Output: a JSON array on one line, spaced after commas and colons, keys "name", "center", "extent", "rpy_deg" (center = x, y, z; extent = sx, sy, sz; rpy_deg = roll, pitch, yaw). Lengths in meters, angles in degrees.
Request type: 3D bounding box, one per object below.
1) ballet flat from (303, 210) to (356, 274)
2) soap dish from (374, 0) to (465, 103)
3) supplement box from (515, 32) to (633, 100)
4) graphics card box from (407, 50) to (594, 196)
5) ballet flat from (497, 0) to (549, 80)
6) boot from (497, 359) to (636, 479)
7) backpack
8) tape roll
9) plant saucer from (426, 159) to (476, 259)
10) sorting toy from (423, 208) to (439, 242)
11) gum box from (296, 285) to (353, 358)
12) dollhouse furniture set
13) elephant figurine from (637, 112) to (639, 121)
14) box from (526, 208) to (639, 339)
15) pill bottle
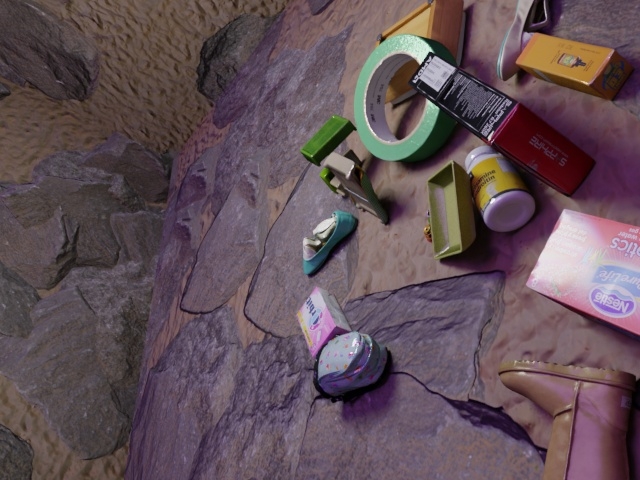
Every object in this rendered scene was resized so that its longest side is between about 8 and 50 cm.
[{"name": "ballet flat", "center": [0.000, 0.000, 1.714], "extent": [0.247, 0.087, 0.083], "rpy_deg": [-48, 34, 28]}, {"name": "soap dish", "center": [0.267, -0.538, 1.664], "extent": [0.291, 0.118, 0.229], "rpy_deg": [-19, 52, 50]}, {"name": "supplement box", "center": [0.504, -0.353, 1.182], "extent": [0.078, 0.080, 0.233], "rpy_deg": [-58, 28, 14]}, {"name": "graphics card box", "center": [0.350, -0.246, 1.188], "extent": [0.094, 0.233, 0.371], "rpy_deg": [-56, 30, 17]}, {"name": "ballet flat", "center": [0.471, -0.476, 1.335], "extent": [0.086, 0.086, 0.248], "rpy_deg": [-3, 65, 58]}, {"name": "boot", "center": [0.355, 0.325, 0.893], "extent": [0.236, 0.089, 0.269], "rpy_deg": [-11, 60, 56]}, {"name": "backpack", "center": [0.067, 0.286, 1.360], "extent": [0.182, 0.115, 0.152], "rpy_deg": [-27, 44, 44]}, {"name": "tape roll", "center": [0.218, -0.366, 1.527], "extent": [0.321, 0.077, 0.321], "rpy_deg": [6, 97, 52]}, {"name": "plant saucer", "center": [0.281, -0.060, 1.250], "extent": [0.188, 0.045, 0.188], "rpy_deg": [130, 136, -81]}, {"name": "sorting toy", "center": [0.263, -0.046, 1.369], "extent": [0.061, 0.042, 0.102], "rpy_deg": [-31, 43, 45]}, {"name": "gum box", "center": [0.009, 0.223, 1.553], "extent": [0.107, 0.062, 0.188], "rpy_deg": [-55, 30, 17]}, {"name": "dollhouse furniture set", "center": [0.106, -0.202, 1.620], "extent": [0.151, 0.197, 0.301], "rpy_deg": [-45, 34, -4]}, {"name": "elephant figurine", "center": [0.614, -0.309, 0.926], "extent": [0.169, 0.186, 0.239], "rpy_deg": [3, 77, 13]}, {"name": "box", "center": [0.471, 0.072, 0.831], "extent": [0.142, 0.154, 0.300], "rpy_deg": [-64, 30, 2]}, {"name": "pill bottle", "center": [0.359, -0.112, 1.202], "extent": [0.103, 0.103, 0.184], "rpy_deg": [-46, 34, 30]}]
